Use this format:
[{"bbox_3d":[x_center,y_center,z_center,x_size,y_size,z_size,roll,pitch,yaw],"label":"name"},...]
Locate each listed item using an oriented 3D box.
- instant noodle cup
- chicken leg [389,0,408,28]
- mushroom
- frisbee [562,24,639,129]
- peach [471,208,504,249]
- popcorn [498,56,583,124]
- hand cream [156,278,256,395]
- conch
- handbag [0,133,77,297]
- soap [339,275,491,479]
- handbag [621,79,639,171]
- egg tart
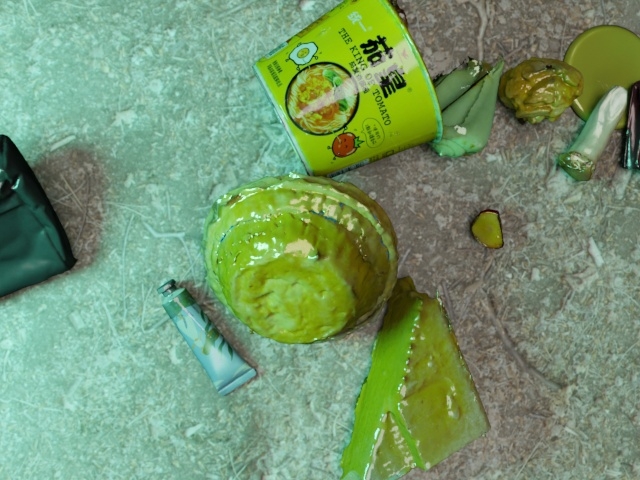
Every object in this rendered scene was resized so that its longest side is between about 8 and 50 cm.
[{"bbox_3d":[0.041,-0.269,1.180,0.254,0.325,0.325,-28,95,1],"label":"instant noodle cup"},{"bbox_3d":[0.104,-0.530,1.296,0.107,0.087,0.251,-26,102,12],"label":"chicken leg"},{"bbox_3d":[0.591,-0.231,1.372,0.084,0.071,0.209,29,93,2],"label":"mushroom"},{"bbox_3d":[0.645,-0.363,1.414,0.236,0.017,0.236,0,91,-10],"label":"frisbee"},{"bbox_3d":[0.362,-0.026,1.350,0.083,0.050,0.077,36,108,1],"label":"peach"},{"bbox_3d":[0.457,-0.315,1.326,0.167,0.152,0.148,10,52,13],"label":"popcorn"},{"bbox_3d":[-0.230,0.187,1.257,0.088,0.055,0.256,-34,102,-4],"label":"hand cream"},{"bbox_3d":[0.282,-0.281,1.304,0.137,0.143,0.250,27,68,-50],"label":"conch"},{"bbox_3d":[-0.625,-0.022,1.139,0.302,0.275,0.178,-24,50,-7],"label":"handbag"},{"bbox_3d":[0.130,0.277,1.256,0.304,0.169,0.338,-23,94,-19],"label":"soap"},{"bbox_3d":[0.777,-0.244,1.399,0.203,0.074,0.216,4,93,-12],"label":"handbag"},{"bbox_3d":[-0.046,0.058,1.159,0.388,0.169,0.387,3,123,5],"label":"egg tart"}]
